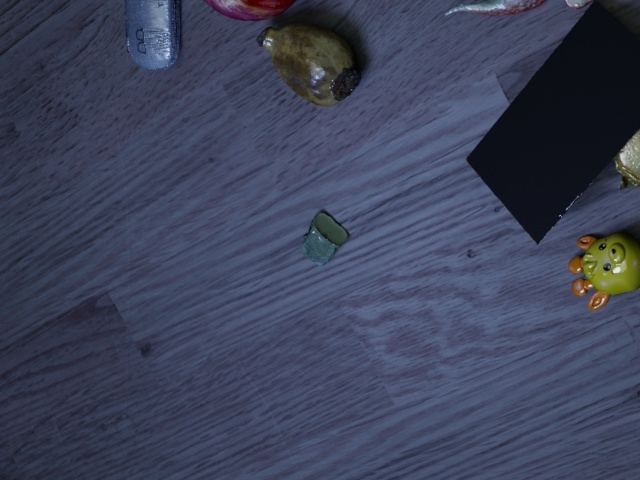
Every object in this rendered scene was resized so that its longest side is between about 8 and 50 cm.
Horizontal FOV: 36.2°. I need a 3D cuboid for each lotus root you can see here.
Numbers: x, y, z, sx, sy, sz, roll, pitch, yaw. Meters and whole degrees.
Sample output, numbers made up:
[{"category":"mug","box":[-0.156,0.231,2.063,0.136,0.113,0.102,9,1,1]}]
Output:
[{"category":"lotus root","box":[-0.021,-0.344,1.852,0.214,0.138,0.138,37,114,10]}]

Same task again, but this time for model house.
[{"category":"model house","box":[0.000,0.000,1.975,0.078,0.066,0.083,37,132,-3]}]

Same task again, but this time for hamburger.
[{"category":"hamburger","box":[0.598,-0.178,1.655,0.215,0.122,0.190,-7,98,19]}]

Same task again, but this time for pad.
[{"category":"pad","box":[0.424,-0.203,1.698,0.368,0.007,0.248,-53,46,25]}]

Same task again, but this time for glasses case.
[{"category":"glasses case","box":[-0.338,-0.485,1.969,0.109,0.067,0.283,5,107,18]}]

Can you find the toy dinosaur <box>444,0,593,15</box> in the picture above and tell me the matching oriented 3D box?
[{"category":"toy dinosaur","box":[0.343,-0.431,1.723,0.242,0.053,0.167,-32,98,17]}]

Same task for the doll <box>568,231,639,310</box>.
[{"category":"doll","box":[0.547,0.037,1.742,0.220,0.135,0.143,-20,64,30]}]

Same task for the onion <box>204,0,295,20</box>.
[{"category":"onion","box":[-0.127,-0.518,1.791,0.256,0.272,0.230,51,158,41]}]
